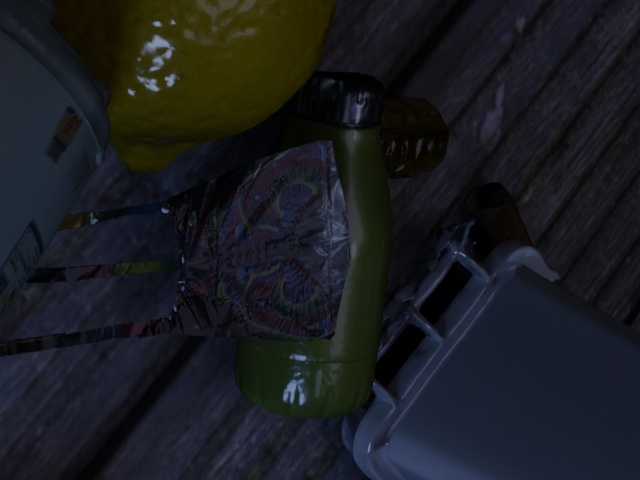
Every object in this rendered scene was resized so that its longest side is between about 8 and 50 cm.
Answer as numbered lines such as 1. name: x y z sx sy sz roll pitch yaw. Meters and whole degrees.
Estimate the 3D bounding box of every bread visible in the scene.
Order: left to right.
1. bread: 0.061 -0.083 1.520 0.110 0.060 0.066 -7 79 -49

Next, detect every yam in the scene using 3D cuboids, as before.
1. yam: 0.208 0.066 1.756 0.045 0.045 0.327 -36 133 -6

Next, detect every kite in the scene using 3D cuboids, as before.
1. kite: -0.105 0.019 1.315 0.285 0.015 0.152 -9 107 -24

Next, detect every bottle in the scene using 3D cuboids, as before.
1. bottle: 0.000 0.000 1.434 0.112 0.112 0.260 -8 110 -48

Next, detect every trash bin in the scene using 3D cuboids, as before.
1. trash bin: 0.222 0.178 1.546 0.256 0.367 0.296 -50 136 -15

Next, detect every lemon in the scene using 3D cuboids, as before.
1. lemon: -0.096 -0.172 1.164 0.228 0.228 0.253 -23 104 -43

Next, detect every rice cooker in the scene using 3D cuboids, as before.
1. rice cooker: -0.258 -0.039 1.024 0.227 0.241 0.280 -61 -179 -19
